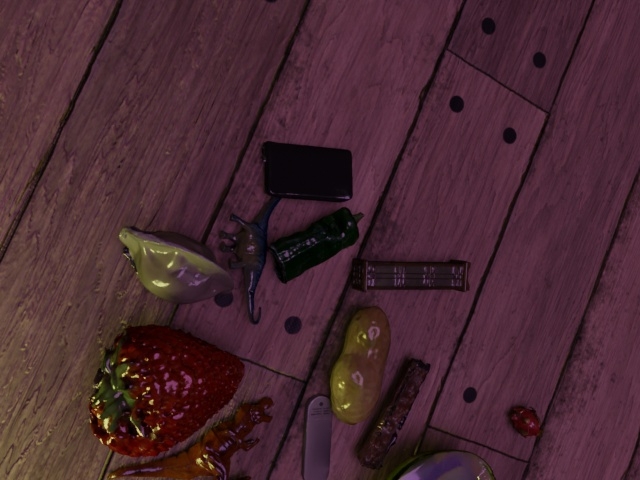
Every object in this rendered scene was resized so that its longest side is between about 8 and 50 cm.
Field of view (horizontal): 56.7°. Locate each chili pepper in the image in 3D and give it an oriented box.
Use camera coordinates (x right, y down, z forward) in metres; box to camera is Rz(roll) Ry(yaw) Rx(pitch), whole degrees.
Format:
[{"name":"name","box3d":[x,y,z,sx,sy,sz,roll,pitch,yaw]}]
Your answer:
[{"name":"chili pepper","box3d":[0.000,0.000,1.517,0.270,0.099,0.136,-33,128,-18]}]

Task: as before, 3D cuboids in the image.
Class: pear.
[{"name":"pear","box3d":[0.298,0.741,1.635,0.398,0.165,0.399,-1,94,-20]}]

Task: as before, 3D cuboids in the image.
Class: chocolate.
[{"name":"chocolate","box3d":[0.200,0.471,1.638,0.102,0.065,0.329,39,78,-50]}]

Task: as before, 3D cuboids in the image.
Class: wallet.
[{"name":"wallet","box3d":[-0.034,-0.173,1.521,0.250,0.044,0.149,1,79,-22]}]

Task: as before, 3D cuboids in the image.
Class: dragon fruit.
[{"name":"dragon fruit","box3d":[0.625,0.553,1.788,0.086,0.081,0.116,-41,105,-24]}]

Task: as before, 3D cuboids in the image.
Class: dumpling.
[{"name":"dumpling","box3d":[-0.330,0.069,1.355,0.293,0.204,0.163,34,93,-27]}]

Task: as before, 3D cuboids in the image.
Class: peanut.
[{"name":"peanut","box3d":[0.106,0.328,1.556,0.147,0.147,0.319,14,92,-20]}]

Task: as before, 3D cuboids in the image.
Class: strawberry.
[{"name":"strawberry","box3d":[-0.341,0.338,1.362,0.351,0.267,0.312,5,121,-48]}]

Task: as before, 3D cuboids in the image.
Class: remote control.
[{"name":"remote control","box3d":[-0.008,0.536,1.591,0.077,0.022,0.245,2,92,-22]}]

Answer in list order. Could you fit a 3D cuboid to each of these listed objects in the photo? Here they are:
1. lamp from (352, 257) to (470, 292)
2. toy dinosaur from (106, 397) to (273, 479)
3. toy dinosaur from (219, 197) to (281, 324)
[{"name":"lamp","box3d":[0.249,0.094,1.623,0.325,0.089,0.090,2,91,-21]},{"name":"toy dinosaur","box3d":[-0.276,0.557,1.457,0.432,0.097,0.208,-27,86,-20]},{"name":"toy dinosaur","box3d":[-0.175,0.024,1.473,0.147,0.076,0.363,12,83,-32]}]
